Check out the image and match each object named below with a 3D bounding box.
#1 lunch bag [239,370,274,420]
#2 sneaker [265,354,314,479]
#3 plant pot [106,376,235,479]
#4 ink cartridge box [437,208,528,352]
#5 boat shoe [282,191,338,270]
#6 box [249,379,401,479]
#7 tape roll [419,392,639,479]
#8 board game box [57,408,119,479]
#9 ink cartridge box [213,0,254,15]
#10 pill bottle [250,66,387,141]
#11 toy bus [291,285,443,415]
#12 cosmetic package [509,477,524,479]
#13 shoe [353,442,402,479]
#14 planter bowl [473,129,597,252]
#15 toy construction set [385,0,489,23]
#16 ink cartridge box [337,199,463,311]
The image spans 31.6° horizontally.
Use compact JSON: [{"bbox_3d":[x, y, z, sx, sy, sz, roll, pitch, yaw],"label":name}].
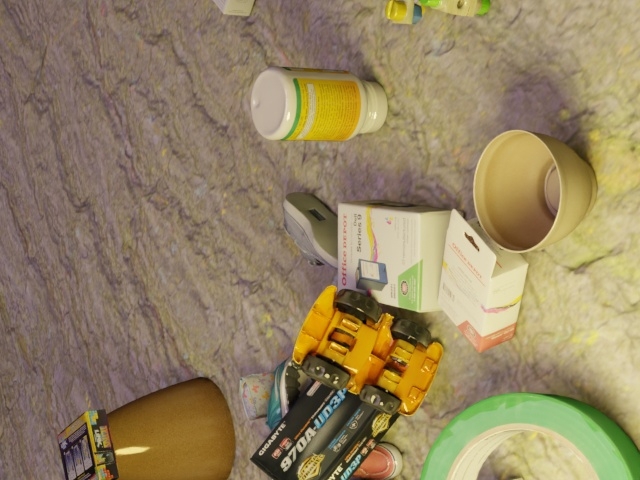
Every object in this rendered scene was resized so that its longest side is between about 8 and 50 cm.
[{"bbox_3d":[-0.113,0.296,2.162,0.053,0.071,0.083,-40,63,53],"label":"lunch bag"},{"bbox_3d":[-0.049,0.347,2.056,0.110,0.107,0.275,-22,61,60],"label":"sneaker"},{"bbox_3d":[-0.344,0.418,2.343,0.237,0.254,0.237,8,100,53],"label":"plant pot"},{"bbox_3d":[0.230,0.048,1.604,0.115,0.067,0.198,53,154,38],"label":"ink cartridge box"},{"bbox_3d":[-0.001,0.000,1.984,0.227,0.079,0.081,50,140,47],"label":"boat shoe"},{"bbox_3d":[0.007,0.330,1.903,0.220,0.051,0.175,-50,37,-11],"label":"box"},{"bbox_3d":[0.284,0.364,1.507,0.321,0.077,0.321,-7,79,35],"label":"tape roll"},{"bbox_3d":[-0.464,0.428,2.252,0.170,0.048,0.141,-38,61,50],"label":"board game box"},{"bbox_3d":[-0.161,-0.524,2.165,0.109,0.063,0.150,54,134,38],"label":"ink cartridge box"},{"bbox_3d":[0.002,-0.220,1.835,0.117,0.208,0.117,6,98,54],"label":"pill bottle"},{"bbox_3d":[0.064,0.188,1.830,0.149,0.220,0.211,-63,2,-14],"label":"toy bus"},{"bbox_3d":[0.230,0.451,1.680,0.231,0.085,0.117,-48,54,44],"label":"cosmetic package"},{"bbox_3d":[0.057,0.380,1.918,0.178,0.081,0.063,-13,83,55],"label":"shoe"},{"bbox_3d":[0.299,-0.067,1.513,0.162,0.109,0.162,6,97,55],"label":"planter bowl"},{"bbox_3d":[0.186,-0.460,1.623,0.215,0.151,0.327,32,129,49],"label":"toy construction set"},{"bbox_3d":[0.121,0.020,1.789,0.212,0.093,0.154,12,103,56],"label":"ink cartridge box"}]
